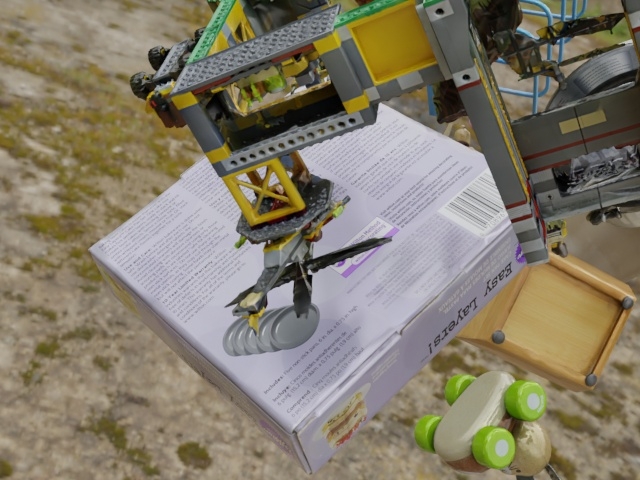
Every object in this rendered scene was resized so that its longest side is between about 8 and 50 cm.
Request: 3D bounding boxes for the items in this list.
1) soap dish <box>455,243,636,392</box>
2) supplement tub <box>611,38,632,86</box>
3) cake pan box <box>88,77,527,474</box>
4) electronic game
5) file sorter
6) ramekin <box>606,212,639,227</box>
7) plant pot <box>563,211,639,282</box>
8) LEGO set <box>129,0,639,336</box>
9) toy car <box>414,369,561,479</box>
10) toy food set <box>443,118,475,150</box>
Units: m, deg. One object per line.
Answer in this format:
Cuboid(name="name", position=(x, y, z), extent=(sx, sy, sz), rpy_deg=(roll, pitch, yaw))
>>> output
Cuboid(name="soap dish", position=(0.416, 0.132, 1.618), extent=(0.290, 0.229, 0.118), rpy_deg=(25, 2, -17))
Cuboid(name="supplement tub", position=(0.601, -0.221, 1.587), extent=(0.191, 0.272, 0.191), rpy_deg=(-19, 13, 4))
Cuboid(name="cake pan box", position=(0.000, 0.000, 0.664), extent=(0.245, 0.070, 0.267), rpy_deg=(33, 65, 33))
Cuboid(name="electronic game", position=(0.378, -0.130, 1.067), extent=(0.229, 0.229, 0.048), rpy_deg=(17, 34, -10))
Cuboid(name="file sorter", position=(0.174, -0.205, 0.819), extent=(0.104, 0.118, 0.170), rpy_deg=(16, 56, 24))
Cuboid(name="ramekin", position=(0.517, -0.126, 1.358), extent=(0.127, 0.272, 0.273), rpy_deg=(60, 27, -10))
Cuboid(name="plant pot", position=(0.692, -0.033, 2.073), extent=(0.323, 0.280, 0.323), rpy_deg=(45, 9, -9))
Cuboid(name="LEGO set", position=(0.078, -0.086, 0.534), extent=(0.331, 0.192, 0.255), rpy_deg=(-21, 31, 14))
Cuboid(name="toy car", position=(0.251, 0.283, 1.190), extent=(0.188, 0.155, 0.149), rpy_deg=(49, 66, -17))
Cuboid(name="toy food set", position=(0.210, -0.122, 1.118), extent=(0.122, 0.078, 0.019), rpy_deg=(35, 24, 23))
